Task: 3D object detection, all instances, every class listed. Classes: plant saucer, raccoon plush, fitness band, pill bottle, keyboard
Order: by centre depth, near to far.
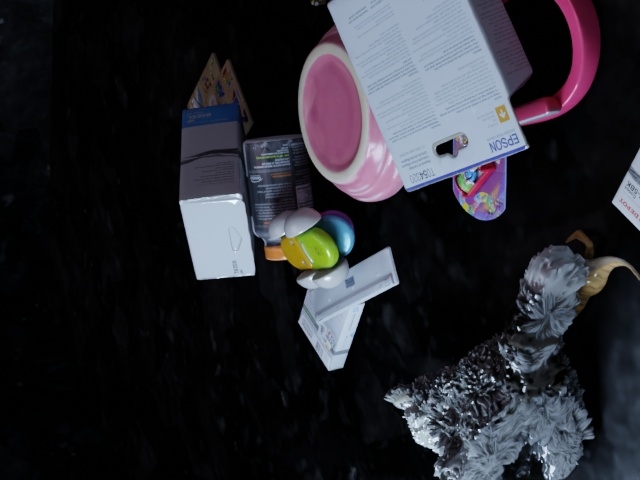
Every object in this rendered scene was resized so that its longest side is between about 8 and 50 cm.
[{"bbox_3d":[0.277,-0.267,1.469,0.291,0.054,0.209,-7,90,61],"label":"fitness band"},{"bbox_3d":[0.262,0.170,1.545,0.299,0.216,0.446,50,125,58],"label":"raccoon plush"},{"bbox_3d":[0.053,-0.230,1.857,0.332,0.084,0.332,31,126,55],"label":"plant saucer"},{"bbox_3d":[0.059,0.088,1.972,0.256,0.014,0.072,-31,60,48],"label":"keyboard"},{"bbox_3d":[-0.080,-0.086,2.102,0.130,0.130,0.246,9,106,61],"label":"pill bottle"}]

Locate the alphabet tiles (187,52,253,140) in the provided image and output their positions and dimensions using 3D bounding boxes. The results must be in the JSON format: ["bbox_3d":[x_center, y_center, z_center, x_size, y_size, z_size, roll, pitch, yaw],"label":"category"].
[{"bbox_3d":[-0.241,-0.261,2.469,0.342,0.011,0.285,-50,56,55],"label":"alphabet tiles"}]

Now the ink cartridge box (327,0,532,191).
[{"bbox_3d":[0.165,-0.260,1.525,0.324,0.071,0.330,-17,98,63],"label":"ink cartridge box"}]

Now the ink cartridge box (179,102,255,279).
[{"bbox_3d":[-0.212,-0.104,2.177,0.307,0.129,0.223,-96,0,-47],"label":"ink cartridge box"}]

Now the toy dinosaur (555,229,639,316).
[{"bbox_3d":[0.367,0.040,1.407,0.112,0.064,0.211,54,155,16],"label":"toy dinosaur"}]

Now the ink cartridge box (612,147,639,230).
[{"bbox_3d":[0.423,-0.069,1.251,0.099,0.056,0.135,55,142,37],"label":"ink cartridge box"}]

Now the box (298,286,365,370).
[{"bbox_3d":[0.019,0.145,2.093,0.145,0.038,0.186,55,144,38],"label":"box"}]

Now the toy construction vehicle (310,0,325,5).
[{"bbox_3d":[0.011,-0.479,1.914,0.086,0.035,0.098,-143,51,-66],"label":"toy construction vehicle"}]

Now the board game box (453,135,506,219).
[{"bbox_3d":[0.233,-0.113,1.615,0.133,0.033,0.169,24,119,57],"label":"board game box"}]

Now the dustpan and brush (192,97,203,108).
[{"bbox_3d":[-0.238,-0.239,2.394,0.147,0.060,0.211,-47,59,56],"label":"dustpan and brush"}]

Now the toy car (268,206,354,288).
[{"bbox_3d":[0.000,0.000,1.983,0.159,0.136,0.182,59,158,-10],"label":"toy car"}]
